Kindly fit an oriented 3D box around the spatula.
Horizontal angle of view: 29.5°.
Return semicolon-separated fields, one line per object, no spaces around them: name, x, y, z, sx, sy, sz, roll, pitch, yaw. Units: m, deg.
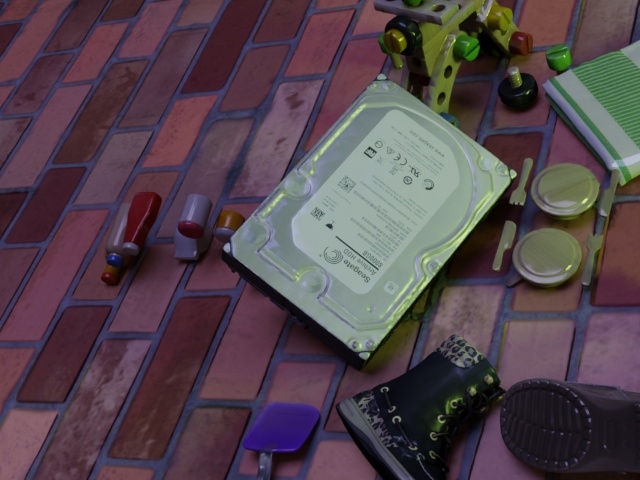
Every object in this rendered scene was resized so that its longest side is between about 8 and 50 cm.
spatula;-0.075;0.303;1.432;0.084;0.030;0.296;-1;46;24

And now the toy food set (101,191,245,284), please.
toy food set;-0.232;0.001;1.780;0.232;0.111;0.104;0;59;27

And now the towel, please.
towel;0.499;-0.214;1.668;0.325;0.038;0.248;-25;42;0

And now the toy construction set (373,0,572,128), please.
toy construction set;0.172;-0.328;1.805;0.257;0.237;0.309;-31;40;-4

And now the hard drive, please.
hard drive;0.066;-0.031;1.582;0.237;0.064;0.339;38;71;9

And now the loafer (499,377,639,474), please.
loafer;0.307;0.204;1.288;0.269;0.092;0.101;3;82;49

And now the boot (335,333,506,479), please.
boot;0.142;0.213;1.370;0.179;0.085;0.236;-33;40;-11

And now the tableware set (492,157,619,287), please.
tableware set;0.303;-0.016;1.562;0.128;0.039;0.194;10;57;20
